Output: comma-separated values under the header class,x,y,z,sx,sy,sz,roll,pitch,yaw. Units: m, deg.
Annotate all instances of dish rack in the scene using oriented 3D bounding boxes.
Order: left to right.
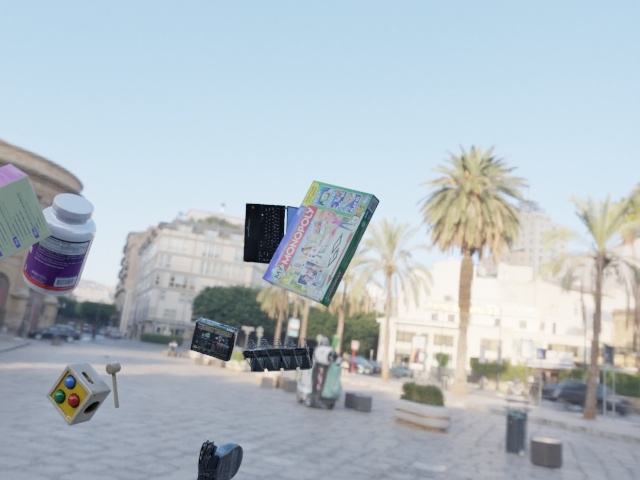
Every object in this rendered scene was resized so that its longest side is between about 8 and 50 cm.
class,x,y,z,sx,sy,sz,roll,pitch,yaw
dish rack,-0.123,0.330,1.652,0.208,0.074,0.271,-4,-25,0

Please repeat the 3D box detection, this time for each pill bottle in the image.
class,x,y,z,sx,sy,sz,roll,pitch,yaw
pill bottle,-0.864,0.012,1.885,0.182,0.323,0.181,23,22,-10

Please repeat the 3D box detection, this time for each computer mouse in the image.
class,x,y,z,sx,sy,sz,roll,pitch,yaw
computer mouse,-0.335,0.714,1.814,0.072,0.188,0.272,7,-8,19

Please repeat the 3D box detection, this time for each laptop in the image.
class,x,y,z,sx,sy,sz,roll,pitch,yaw
laptop,-0.187,-0.018,2.109,0.264,0.234,0.136,5,5,16

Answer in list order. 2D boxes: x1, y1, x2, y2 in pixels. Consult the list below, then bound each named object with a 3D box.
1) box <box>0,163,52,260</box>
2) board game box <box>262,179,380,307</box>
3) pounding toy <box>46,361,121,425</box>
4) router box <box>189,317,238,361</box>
class,x,y,z,sx,sy,sz,roll,pitch,yaw
box,-0.942,-0.065,1.622,0.117,0.243,0.213,26,-43,33
board game box,0.000,0.000,1.520,0.214,0.317,0.046,18,-15,36
pounding toy,-0.683,0.442,1.671,0.181,0.206,0.094,40,9,21
router box,-0.305,0.284,1.622,0.122,0.092,0.038,16,12,7
